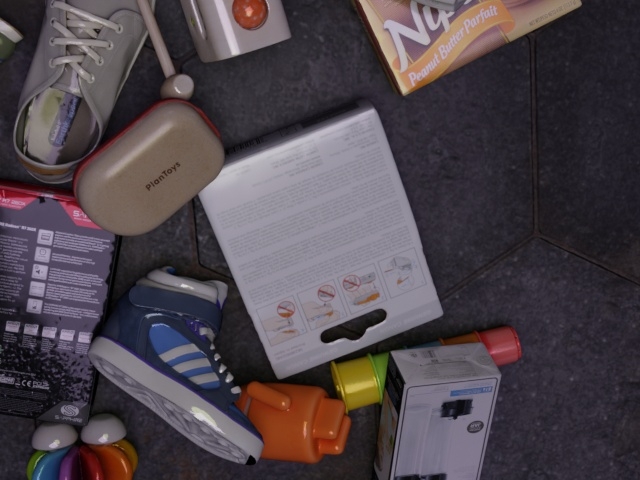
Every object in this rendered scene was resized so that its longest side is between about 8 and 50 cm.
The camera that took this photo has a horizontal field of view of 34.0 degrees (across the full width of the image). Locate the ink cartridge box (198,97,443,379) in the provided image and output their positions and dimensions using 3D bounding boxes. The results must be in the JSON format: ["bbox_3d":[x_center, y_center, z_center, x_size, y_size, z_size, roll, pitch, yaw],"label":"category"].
[{"bbox_3d":[0.000,0.000,1.707,0.308,0.091,0.385,-21,112,-2],"label":"ink cartridge box"}]

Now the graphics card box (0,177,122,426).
[{"bbox_3d":[-0.450,0.097,1.663,0.233,0.094,0.371,9,100,-9],"label":"graphics card box"}]

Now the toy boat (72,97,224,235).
[{"bbox_3d":[-0.267,-0.120,1.569,0.231,0.151,0.151,-39,126,-3],"label":"toy boat"}]

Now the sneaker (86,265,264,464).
[{"bbox_3d":[-0.177,0.173,1.645,0.323,0.130,0.236,33,61,4],"label":"sneaker"}]

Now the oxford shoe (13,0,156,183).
[{"bbox_3d":[-0.354,-0.295,1.572,0.169,0.130,0.449,18,98,-7],"label":"oxford shoe"}]

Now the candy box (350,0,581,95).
[{"bbox_3d":[0.223,-0.378,1.634,0.316,0.087,0.183,-27,101,0],"label":"candy box"}]

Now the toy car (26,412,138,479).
[{"bbox_3d":[-0.392,0.378,1.708,0.182,0.136,0.159,-5,103,-5],"label":"toy car"}]

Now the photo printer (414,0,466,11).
[{"bbox_3d":[0.176,-0.502,1.534,0.256,0.107,0.307,36,84,11],"label":"photo printer"}]

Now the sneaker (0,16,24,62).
[{"bbox_3d":[-0.550,-0.332,1.572,0.192,0.064,0.086,35,91,-15],"label":"sneaker"}]

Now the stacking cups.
[{"bbox_3d":[0.177,0.203,1.761,0.316,0.096,0.096,-17,104,-5],"label":"stacking cups"}]

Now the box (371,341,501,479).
[{"bbox_3d":[0.187,0.313,1.726,0.169,0.087,0.290,-3,123,-15],"label":"box"}]

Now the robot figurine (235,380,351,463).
[{"bbox_3d":[-0.064,0.295,1.712,0.219,0.158,0.128,1,84,20],"label":"robot figurine"}]

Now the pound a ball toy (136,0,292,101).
[{"bbox_3d":[-0.170,-0.377,1.536,0.208,0.136,0.319,-22,104,-24],"label":"pound a ball toy"}]
